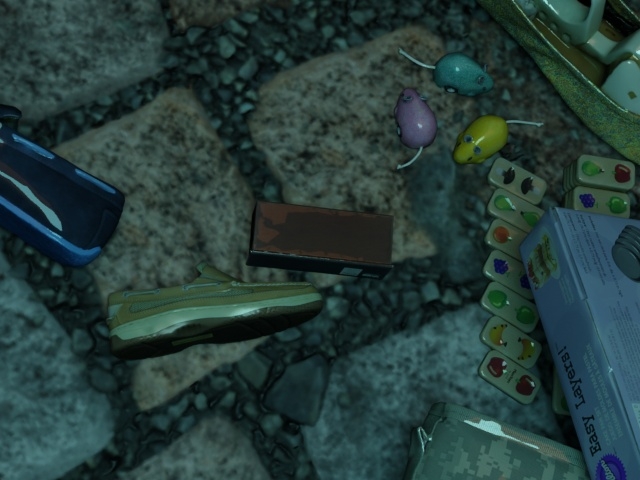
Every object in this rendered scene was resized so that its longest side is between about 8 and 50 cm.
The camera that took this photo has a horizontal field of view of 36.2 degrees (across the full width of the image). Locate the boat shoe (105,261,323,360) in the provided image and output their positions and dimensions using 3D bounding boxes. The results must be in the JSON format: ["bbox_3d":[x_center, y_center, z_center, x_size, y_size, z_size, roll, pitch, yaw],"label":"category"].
[{"bbox_3d":[-0.094,0.051,0.863,0.190,0.068,0.072,-8,66,-11],"label":"boat shoe"}]

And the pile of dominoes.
[{"bbox_3d":[0.251,0.043,0.933,0.196,0.040,0.251,8,75,-7],"label":"pile of dominoes"}]

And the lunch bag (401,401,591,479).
[{"bbox_3d":[0.170,0.286,0.793,0.287,0.169,0.235,25,73,-7],"label":"lunch bag"}]

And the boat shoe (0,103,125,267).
[{"bbox_3d":[-0.290,-0.079,0.855,0.258,0.109,0.089,39,65,-15],"label":"boat shoe"}]

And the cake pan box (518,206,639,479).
[{"bbox_3d":[0.309,0.104,0.803,0.245,0.070,0.267,5,52,-22],"label":"cake pan box"}]

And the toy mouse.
[{"bbox_3d":[0.122,-0.139,0.960,0.161,0.031,0.143,-31,83,-15],"label":"toy mouse"}]

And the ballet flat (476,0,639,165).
[{"bbox_3d":[0.270,-0.199,0.958,0.348,0.123,0.123,45,74,3],"label":"ballet flat"}]

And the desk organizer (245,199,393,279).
[{"bbox_3d":[0.000,0.000,0.899,0.130,0.047,0.050,6,73,-8],"label":"desk organizer"}]
